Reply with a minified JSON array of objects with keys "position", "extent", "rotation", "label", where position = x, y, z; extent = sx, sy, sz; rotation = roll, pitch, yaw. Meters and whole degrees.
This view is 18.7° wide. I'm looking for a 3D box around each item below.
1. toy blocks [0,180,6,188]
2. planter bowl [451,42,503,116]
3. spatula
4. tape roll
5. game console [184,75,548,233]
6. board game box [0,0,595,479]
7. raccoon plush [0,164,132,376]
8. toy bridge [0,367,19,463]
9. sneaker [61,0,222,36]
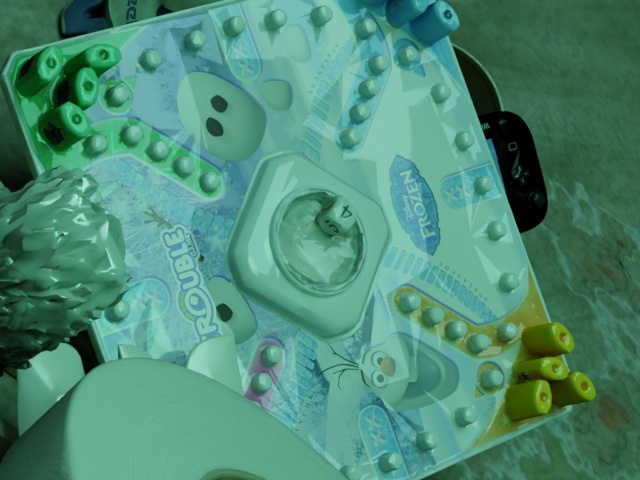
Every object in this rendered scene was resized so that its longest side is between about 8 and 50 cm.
[{"position":[-0.298,-0.043,1.335],"extent":[0.148,0.054,0.123],"rotation":[-15,69,-55],"label":"toy blocks"},{"position":[0.091,-0.106,1.804],"extent":[0.162,0.162,0.109],"rotation":[51,6,2],"label":"planter bowl"},{"position":[-0.113,0.183,1.284],"extent":[0.168,0.019,0.242],"rotation":[0,76,-36],"label":"spatula"},{"position":[-0.024,0.237,1.132],"extent":[0.392,0.072,0.392],"rotation":[43,16,-15],"label":"tape roll"},{"position":[0.037,-0.038,1.555],"extent":[0.361,0.044,0.213],"rotation":[-16,102,-34],"label":"game console"},{"position":[0.000,0.000,1.441],"extent":[0.390,0.050,0.390],"rotation":[-19,89,-34],"label":"board game box"},{"position":[-0.341,0.056,0.859],"extent":[0.216,0.446,0.299],"rotation":[62,18,-6],"label":"raccoon plush"},{"position":[-0.199,0.144,1.290],"extent":[0.063,0.026,0.188],"rotation":[40,33,-20],"label":"toy bridge"},{"position":[-0.071,-0.122,1.575],"extent":[0.127,0.182,0.315],"rotation":[-17,70,-55],"label":"sneaker"}]
